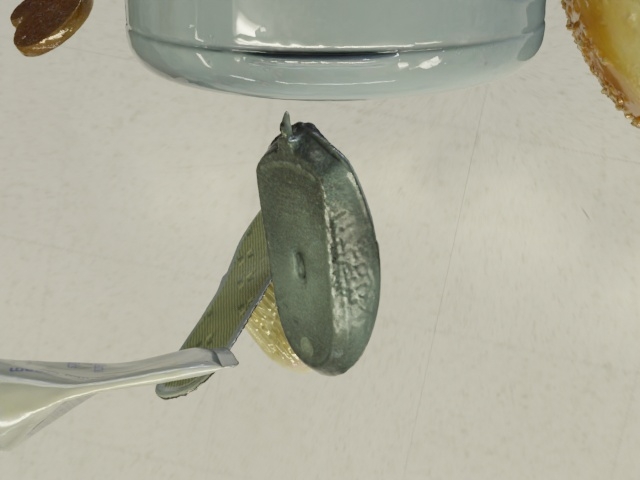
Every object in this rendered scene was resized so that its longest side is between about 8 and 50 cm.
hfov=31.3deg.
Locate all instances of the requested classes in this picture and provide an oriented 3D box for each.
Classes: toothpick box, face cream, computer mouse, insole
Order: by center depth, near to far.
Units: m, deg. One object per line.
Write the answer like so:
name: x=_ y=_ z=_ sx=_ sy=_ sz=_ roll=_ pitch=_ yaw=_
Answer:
toothpick box: x=-0.006 y=-0.267 z=0.596 sx=0.263 sy=0.263 sz=0.354 roll=3 pitch=110 yaw=7
face cream: x=-0.176 y=0.106 z=0.849 sx=0.224 sy=0.114 sz=0.070 roll=-13 pitch=94 yaw=-10
computer mouse: x=0.005 y=0.000 z=0.949 sx=0.113 sy=0.068 sz=0.229 roll=15 pitch=117 yaw=50
insole: x=-0.060 y=0.022 z=1.032 sx=0.109 sy=0.322 sz=0.007 roll=-19 pitch=120 yaw=42

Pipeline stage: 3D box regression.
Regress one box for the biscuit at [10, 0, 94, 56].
biscuit: x=-0.403 y=-0.362 z=1.749 sx=0.180 sy=0.236 sz=0.039 roll=-23 pitch=129 yaw=19

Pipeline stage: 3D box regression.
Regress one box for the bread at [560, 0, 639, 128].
bread: x=0.255 y=-0.182 z=0.805 sx=0.192 sy=0.171 sz=0.314 roll=10 pitch=63 yaw=-27

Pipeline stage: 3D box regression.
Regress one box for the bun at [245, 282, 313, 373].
bun: x=-0.019 y=0.061 z=1.455 sx=0.193 sy=0.128 sz=0.178 roll=44 pitch=122 yaw=18
